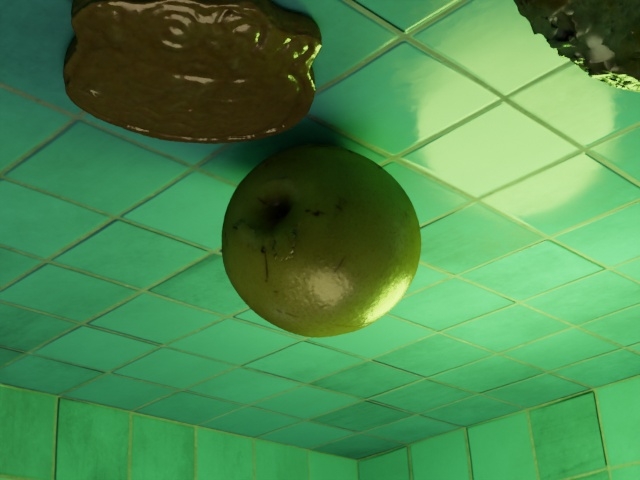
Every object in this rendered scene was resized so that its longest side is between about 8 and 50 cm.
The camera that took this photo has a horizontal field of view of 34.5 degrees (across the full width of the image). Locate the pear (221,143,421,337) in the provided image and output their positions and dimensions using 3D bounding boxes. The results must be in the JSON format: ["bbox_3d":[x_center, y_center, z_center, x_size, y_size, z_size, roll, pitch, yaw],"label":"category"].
[{"bbox_3d":[0.000,0.000,1.790,0.348,0.348,0.348,-3,153,-1],"label":"pear"}]

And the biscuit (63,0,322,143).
[{"bbox_3d":[-0.190,-0.253,1.560,0.385,0.062,0.365,4,152,-14],"label":"biscuit"}]

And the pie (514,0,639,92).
[{"bbox_3d":[0.301,-0.374,1.023,0.418,0.395,0.180,41,170,-26],"label":"pie"}]
